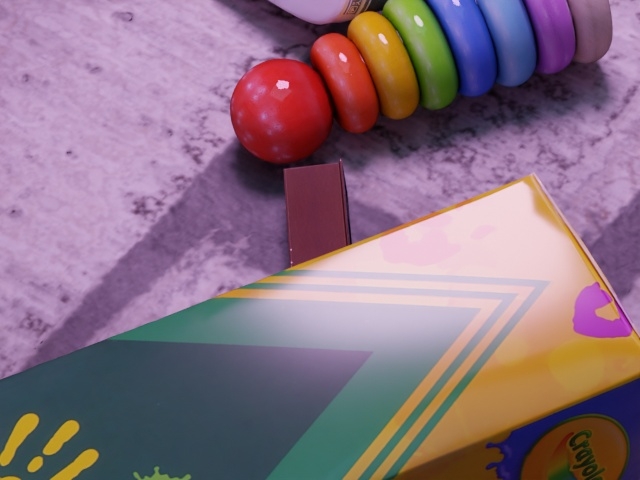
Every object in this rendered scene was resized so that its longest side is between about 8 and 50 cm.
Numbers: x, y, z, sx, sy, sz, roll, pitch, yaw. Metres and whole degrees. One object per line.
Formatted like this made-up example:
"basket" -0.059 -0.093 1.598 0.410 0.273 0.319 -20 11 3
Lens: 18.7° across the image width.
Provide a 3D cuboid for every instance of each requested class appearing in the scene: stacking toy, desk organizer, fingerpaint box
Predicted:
"stacking toy" 0.076 -0.163 1.666 0.330 0.141 0.141 -22 55 -6
"desk organizer" 0.000 0.000 1.596 0.050 0.047 0.130 -7 53 3
"fingerpaint box" -0.003 0.206 1.195 0.371 0.445 0.163 -21 54 -10

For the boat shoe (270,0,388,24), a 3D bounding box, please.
"boat shoe" -0.039 -0.283 1.783 0.102 0.108 0.301 -9 31 -43
